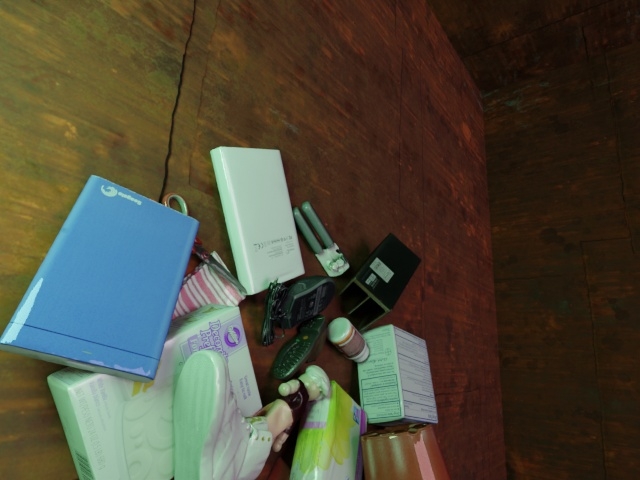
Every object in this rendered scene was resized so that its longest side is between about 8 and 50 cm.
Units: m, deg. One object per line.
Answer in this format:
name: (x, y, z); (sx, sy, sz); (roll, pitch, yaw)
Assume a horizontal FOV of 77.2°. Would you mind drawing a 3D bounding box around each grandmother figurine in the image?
grandmother figurine: (-0.092, 0.410, 0.962); (0.342, 0.104, 0.207); (-26, 144, -50)

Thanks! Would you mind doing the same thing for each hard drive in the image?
hard drive: (-0.152, -0.060, 1.041); (0.233, 0.047, 0.352); (-17, 96, -58)
hard drive: (-0.343, 0.055, 0.681); (0.210, 0.040, 0.318); (26, 47, -28)

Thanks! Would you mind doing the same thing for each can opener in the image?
can opener: (0.000, 0.000, 1.236); (0.280, 0.074, 0.093); (57, 9, -31)

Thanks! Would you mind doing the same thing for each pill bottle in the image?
pill bottle: (0.089, 0.316, 1.256); (0.152, 0.086, 0.086); (52, 46, -32)

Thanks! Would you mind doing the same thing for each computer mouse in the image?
computer mouse: (-0.065, 0.157, 1.085); (0.272, 0.072, 0.188); (-14, 123, -49)

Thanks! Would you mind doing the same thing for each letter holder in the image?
letter holder: (0.183, 0.150, 1.386); (0.152, 0.214, 0.302); (43, 43, 3)

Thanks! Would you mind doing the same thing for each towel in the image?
towel: (-0.254, 0.136, 0.893); (0.144, 0.029, 0.197); (62, 41, -25)

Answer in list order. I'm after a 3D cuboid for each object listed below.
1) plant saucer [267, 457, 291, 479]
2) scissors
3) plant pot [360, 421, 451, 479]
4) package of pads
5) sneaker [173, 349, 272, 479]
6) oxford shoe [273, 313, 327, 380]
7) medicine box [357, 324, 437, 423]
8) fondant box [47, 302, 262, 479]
plant saucer: (-0.080, 0.724, 0.981); (0.258, 0.048, 0.259); (58, 43, -27)
scissors: (-0.272, 0.027, 0.874); (0.297, 0.021, 0.109); (59, 37, -16)
plant pot: (0.229, 0.635, 1.051); (0.273, 0.273, 0.264); (15, 58, -50)
package of pads: (0.030, 0.557, 1.075); (0.229, 0.101, 0.296); (54, 33, -34)
sneaker: (-0.169, 0.326, 0.733); (0.169, 0.108, 0.292); (-1, 100, -52)
oxford shoe: (-0.042, 0.307, 1.093); (0.227, 0.083, 0.096); (-42, 125, -44)
medicine box: (0.255, 0.460, 1.347); (0.264, 0.149, 0.289); (33, 46, -45)
fondant box: (-0.279, 0.288, 0.748); (0.330, 0.096, 0.238); (-23, 105, -50)
